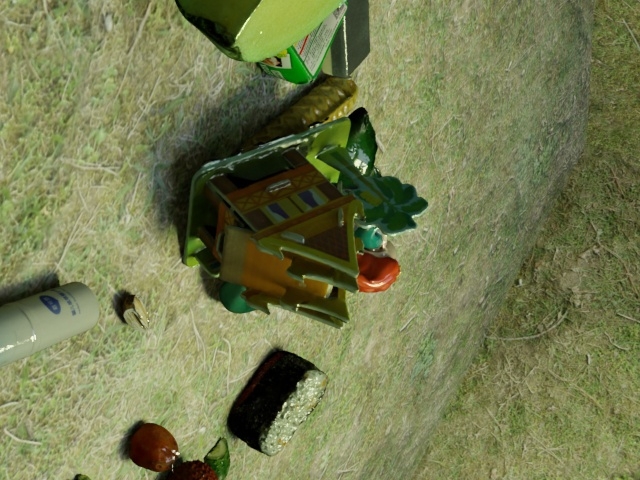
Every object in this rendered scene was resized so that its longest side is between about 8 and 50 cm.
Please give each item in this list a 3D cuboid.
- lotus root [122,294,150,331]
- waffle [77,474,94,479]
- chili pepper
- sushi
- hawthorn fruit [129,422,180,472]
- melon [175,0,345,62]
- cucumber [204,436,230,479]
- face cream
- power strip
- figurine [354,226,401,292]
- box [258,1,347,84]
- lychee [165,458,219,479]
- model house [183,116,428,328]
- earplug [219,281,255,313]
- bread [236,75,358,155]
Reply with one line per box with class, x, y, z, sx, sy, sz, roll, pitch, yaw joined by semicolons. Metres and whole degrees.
lotus root;-0.300;0.114;1.575;0.083;0.030;0.037;78;9;-54
waffle;-0.405;0.497;1.621;0.207;0.054;0.214;-57;150;-33
chili pepper;0.057;-0.123;1.974;0.148;0.116;0.264;-43;160;-32
sushi;-0.086;0.341;2.073;0.225;0.126;0.136;-55;152;-25
hawthorn fruit;-0.286;0.369;1.719;0.081;0.093;0.081;-47;149;-40
melon;-0.070;-0.426;1.370;0.343;0.226;0.331;-50;126;-2
cucumber;-0.206;0.468;2.032;0.067;0.035;0.107;-49;150;-40
face cream;-0.406;0.120;1.304;0.250;0.077;0.077;-25;131;-58
power strip;0.040;-0.434;1.808;0.105;0.070;0.256;-52;152;-38
figurine;0.107;0.018;2.189;0.208;0.181;0.257;-103;-167;-52
box;-0.057;-0.384;1.607;0.180;0.103;0.250;-65;156;-11
lychee;-0.244;0.486;1.872;0.123;0.123;0.129;69;39;-56
model house;0.000;0.000;1.635;0.358;0.313;0.242;-23;147;-33
earplug;-0.074;0.033;1.859;0.257;0.164;0.280;38;66;-40
bread;-0.038;-0.209;1.811;0.367;0.077;0.084;-46;150;-43
